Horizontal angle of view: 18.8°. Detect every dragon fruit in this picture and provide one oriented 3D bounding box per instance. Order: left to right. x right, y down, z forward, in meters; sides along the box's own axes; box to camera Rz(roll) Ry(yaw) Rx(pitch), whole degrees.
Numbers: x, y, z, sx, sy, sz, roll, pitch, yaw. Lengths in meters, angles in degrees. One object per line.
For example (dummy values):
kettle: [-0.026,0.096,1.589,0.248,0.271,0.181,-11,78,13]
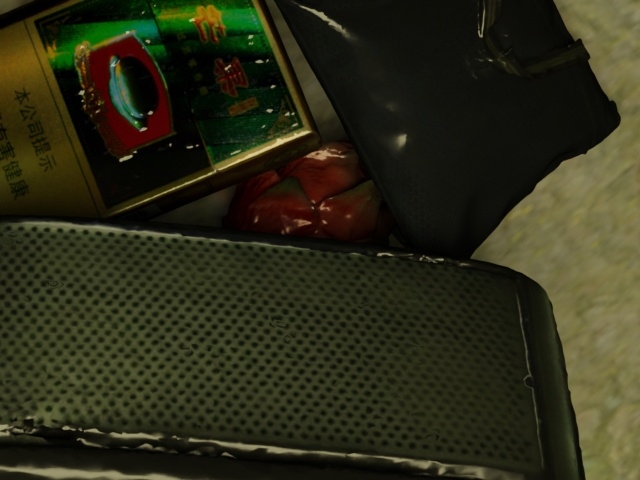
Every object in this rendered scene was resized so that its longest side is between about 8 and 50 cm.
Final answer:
dragon fruit: [-0.004,-0.005,1.348,0.142,0.130,0.121,-38,107,-35]

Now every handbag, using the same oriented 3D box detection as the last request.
handbag: [0.092,-0.121,1.303,0.211,0.088,0.254,-41,115,-27]

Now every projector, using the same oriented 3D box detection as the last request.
projector: [-0.075,0.200,1.285,0.405,0.242,0.395,6,136,-10]

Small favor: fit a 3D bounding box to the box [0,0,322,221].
box: [-0.137,-0.091,1.296,0.240,0.071,0.159,-23,79,1]
